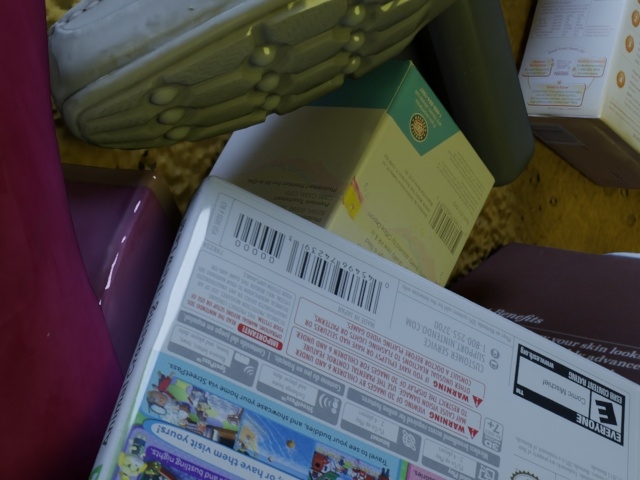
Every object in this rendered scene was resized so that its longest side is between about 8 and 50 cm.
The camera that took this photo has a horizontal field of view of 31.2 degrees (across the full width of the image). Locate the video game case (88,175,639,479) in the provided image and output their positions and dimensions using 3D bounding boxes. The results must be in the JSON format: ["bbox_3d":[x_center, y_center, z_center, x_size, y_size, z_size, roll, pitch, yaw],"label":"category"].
[{"bbox_3d":[0.026,0.095,0.408,0.212,0.023,0.193,26,50,-15],"label":"video game case"}]

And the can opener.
[{"bbox_3d":[0.056,-0.158,0.583,0.093,0.074,0.280,-42,126,-38],"label":"can opener"}]

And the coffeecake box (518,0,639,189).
[{"bbox_3d":[0.207,-0.143,0.762,0.142,0.068,0.185,26,77,-48],"label":"coffeecake box"}]

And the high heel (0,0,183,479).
[{"bbox_3d":[-0.149,-0.030,0.319,0.377,0.127,0.181,59,43,-40],"label":"high heel"}]

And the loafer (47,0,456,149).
[{"bbox_3d":[0.024,-0.146,0.474,0.319,0.112,0.111,-31,78,-10],"label":"loafer"}]

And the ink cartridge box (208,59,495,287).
[{"bbox_3d":[0.000,0.000,0.532,0.092,0.090,0.143,48,62,-41],"label":"ink cartridge box"}]

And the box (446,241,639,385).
[{"bbox_3d":[0.082,0.143,0.576,0.381,0.191,0.143,-34,121,-40],"label":"box"}]
